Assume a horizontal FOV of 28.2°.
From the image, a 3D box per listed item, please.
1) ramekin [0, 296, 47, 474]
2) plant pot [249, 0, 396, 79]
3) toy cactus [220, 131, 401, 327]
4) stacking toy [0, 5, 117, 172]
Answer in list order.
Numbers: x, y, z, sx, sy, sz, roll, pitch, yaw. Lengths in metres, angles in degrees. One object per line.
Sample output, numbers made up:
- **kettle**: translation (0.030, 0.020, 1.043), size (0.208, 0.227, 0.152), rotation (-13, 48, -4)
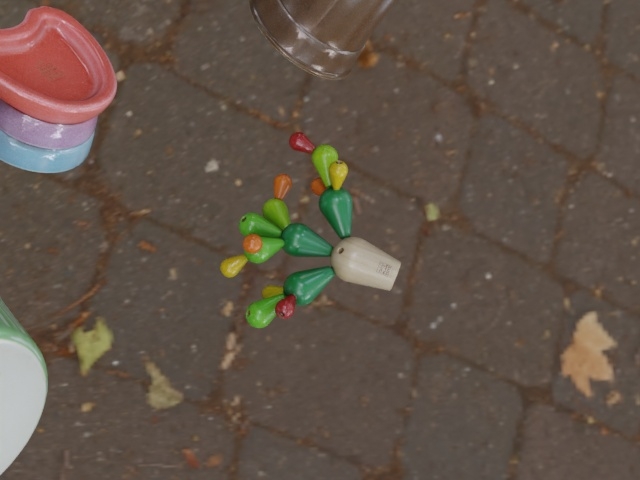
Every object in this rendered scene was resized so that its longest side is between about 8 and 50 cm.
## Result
- **ramekin**: translation (-0.447, 0.170, 1.387), size (0.303, 0.148, 0.303), rotation (-32, 143, -28)
- **plant pot**: translation (0.022, -0.321, 1.616), size (0.167, 0.165, 0.167), rotation (27, 38, -23)
- **toy cactus**: translation (0.000, 0.000, 1.374), size (0.180, 0.112, 0.219), rotation (21, 67, 2)
- **stacking toy**: translation (-0.379, -0.152, 1.235), size (0.279, 0.130, 0.309), rotation (47, 39, 17)
